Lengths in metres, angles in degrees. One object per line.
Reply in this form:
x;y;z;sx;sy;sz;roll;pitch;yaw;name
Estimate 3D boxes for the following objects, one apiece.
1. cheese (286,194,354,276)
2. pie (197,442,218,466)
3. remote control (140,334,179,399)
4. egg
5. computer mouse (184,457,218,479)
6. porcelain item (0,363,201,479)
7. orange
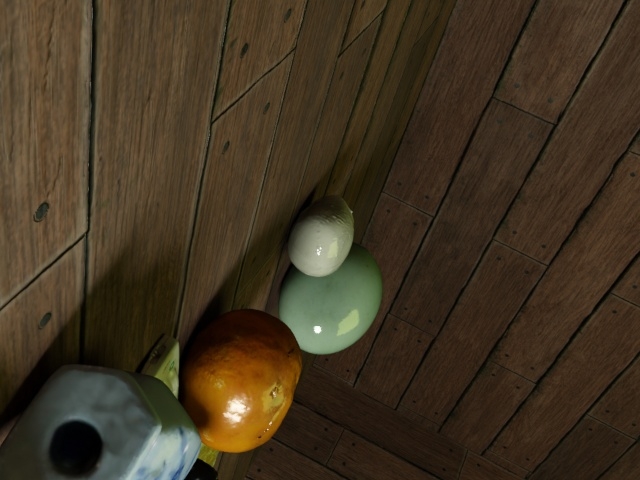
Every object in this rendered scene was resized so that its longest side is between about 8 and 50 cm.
0.000;0.000;1.857;0.189;0.154;0.198;-40;156;-57;cheese
-0.341;0.582;1.862;0.323;0.071;0.323;-57;167;-21;pie
-0.279;0.260;1.307;0.230;0.049;0.090;104;13;-51;remote control
0.029;0.155;2.075;0.389;0.276;0.276;-56;169;-51;egg
-0.314;0.473;1.241;0.323;0.116;0.183;-35;-152;6;computer mouse
-0.278;0.300;0.996;0.242;0.179;0.405;-59;171;-20;porcelain item
-0.160;0.275;1.459;0.284;0.226;0.283;21;90;-87;orange
